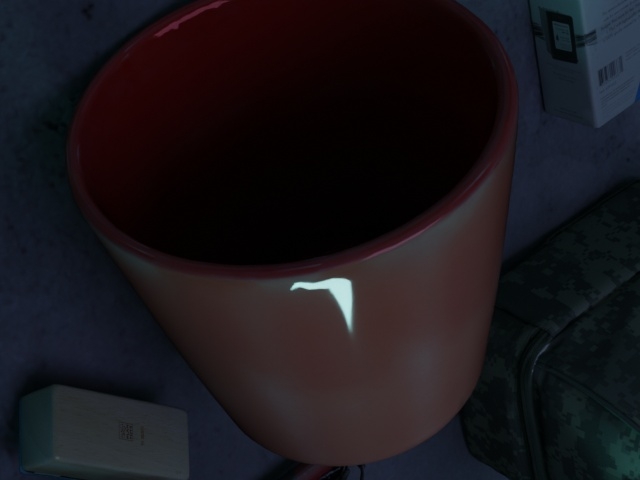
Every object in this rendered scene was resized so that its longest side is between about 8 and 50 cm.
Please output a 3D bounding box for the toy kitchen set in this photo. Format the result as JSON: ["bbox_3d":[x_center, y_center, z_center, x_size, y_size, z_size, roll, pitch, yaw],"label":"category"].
[{"bbox_3d":[-0.187,0.225,0.961,0.122,0.166,0.207,20,57,-46],"label":"toy kitchen set"}]

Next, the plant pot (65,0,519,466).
[{"bbox_3d":[0.000,0.000,0.909,0.275,0.275,0.243,-41,141,-22],"label":"plant pot"}]

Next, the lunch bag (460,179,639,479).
[{"bbox_3d":[0.299,0.117,1.218,0.305,0.256,0.212,-31,126,-29],"label":"lunch bag"}]

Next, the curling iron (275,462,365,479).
[{"bbox_3d":[-0.067,0.238,1.091,0.274,0.035,0.068,-31,126,-30],"label":"curling iron"}]

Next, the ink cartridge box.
[{"bbox_3d":[0.230,-0.198,1.157,0.104,0.060,0.180,-34,128,-27],"label":"ink cartridge box"}]
